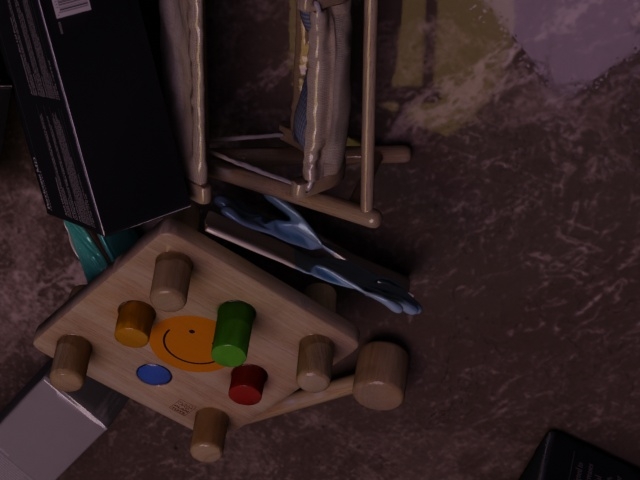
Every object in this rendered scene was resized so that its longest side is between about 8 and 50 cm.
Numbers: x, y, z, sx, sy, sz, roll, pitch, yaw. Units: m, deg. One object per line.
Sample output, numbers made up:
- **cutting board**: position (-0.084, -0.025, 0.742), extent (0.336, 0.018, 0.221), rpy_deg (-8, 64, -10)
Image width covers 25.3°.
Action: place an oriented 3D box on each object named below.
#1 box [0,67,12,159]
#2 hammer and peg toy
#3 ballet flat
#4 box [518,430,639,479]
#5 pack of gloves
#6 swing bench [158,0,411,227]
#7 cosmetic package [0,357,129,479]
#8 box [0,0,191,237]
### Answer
- **box**: position (-0.395, -0.122, 1.501), extent (0.077, 0.147, 0.180), rpy_deg (-5, 129, -31)
- **hammer and peg toy**: position (-0.094, 0.132, 1.511), extent (0.361, 0.127, 0.266), rpy_deg (32, 131, -27)
- **ballet flat**: position (-0.261, -0.038, 1.556), extent (0.087, 0.083, 0.247), rpy_deg (-5, 115, 37)
- **box**: position (0.353, 0.447, 1.559), extent (0.395, 0.212, 0.294), rpy_deg (25, 123, 3)
- **pack of gloves**: position (0.000, 0.000, 1.425), extent (0.232, 0.195, 0.046), rpy_deg (23, 98, -7)
- **swing bench**: position (-0.045, -0.171, 1.363), extent (0.254, 0.165, 0.253), rpy_deg (8, 121, 13)
- **cosmetic package**: position (-0.326, 0.221, 1.690), extent (0.107, 0.127, 0.238), rpy_deg (43, 123, -9)
- **box**: position (-0.232, -0.151, 1.391), extent (0.184, 0.103, 0.261), rpy_deg (15, 121, 59)
